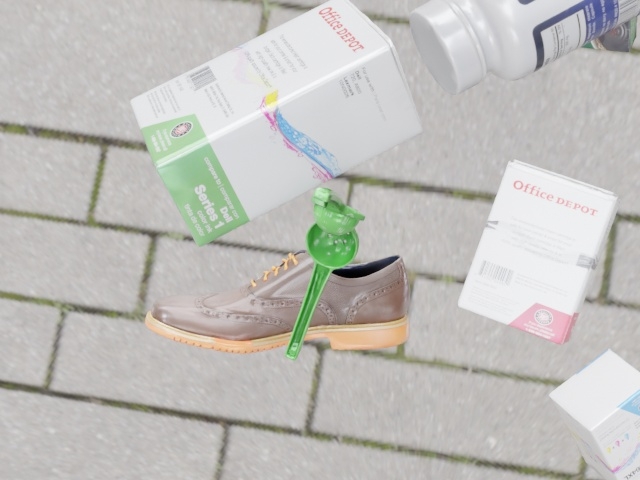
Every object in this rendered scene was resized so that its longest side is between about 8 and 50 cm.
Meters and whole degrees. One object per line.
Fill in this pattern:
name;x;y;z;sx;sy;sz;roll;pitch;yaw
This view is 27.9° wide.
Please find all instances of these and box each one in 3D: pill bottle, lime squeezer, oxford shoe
pill bottle;0.154;-0.175;0.944;0.169;0.094;0.094;-29;75;-8
lime squeezer;0.000;0.000;1.293;0.059;0.310;0.110;37;61;15
oxford shoe;-0.057;0.074;1.759;0.363;0.130;0.133;-2;106;-10

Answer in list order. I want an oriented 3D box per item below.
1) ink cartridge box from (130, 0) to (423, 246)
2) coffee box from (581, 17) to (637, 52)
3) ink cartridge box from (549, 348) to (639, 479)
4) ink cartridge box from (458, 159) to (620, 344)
ink cartridge box;-0.052;-0.138;1.425;0.278;0.201;0.117;-27;120;-2
coffee box;0.255;-0.270;1.422;0.184;0.113;0.040;12;47;23
ink cartridge box;0.347;0.218;1.485;0.092;0.090;0.143;-37;120;-6
ink cartridge box;0.304;0.015;1.787;0.158;0.092;0.218;21;95;17
